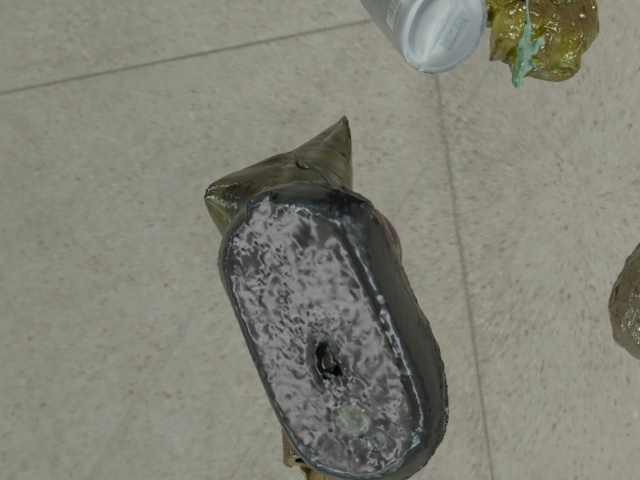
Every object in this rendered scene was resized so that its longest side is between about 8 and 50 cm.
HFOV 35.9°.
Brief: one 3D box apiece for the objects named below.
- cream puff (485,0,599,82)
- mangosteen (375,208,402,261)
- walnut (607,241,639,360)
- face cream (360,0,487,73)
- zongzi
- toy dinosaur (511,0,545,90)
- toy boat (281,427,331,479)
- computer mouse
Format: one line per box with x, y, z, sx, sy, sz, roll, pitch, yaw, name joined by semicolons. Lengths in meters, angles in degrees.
0.390;-0.403;1.792;0.244;0.196;0.244;2;52;-3;cream puff
0.058;0.032;1.962;0.216;0.216;0.216;1;92;15;mangosteen
0.524;0.071;1.460;0.178;0.178;0.230;22;116;13;walnut
0.090;-0.249;0.967;0.073;0.269;0.107;27;111;-22;face cream
0.000;0.000;1.298;0.139;0.300;0.286;-2;118;31;zongzi
0.205;-0.192;0.990;0.021;0.062;0.083;7;66;-6;toy dinosaur
-0.019;0.317;1.523;0.068;0.088;0.225;-48;35;45;toy boat
0.016;0.092;0.989;0.183;0.116;0.323;-20;94;17;computer mouse
